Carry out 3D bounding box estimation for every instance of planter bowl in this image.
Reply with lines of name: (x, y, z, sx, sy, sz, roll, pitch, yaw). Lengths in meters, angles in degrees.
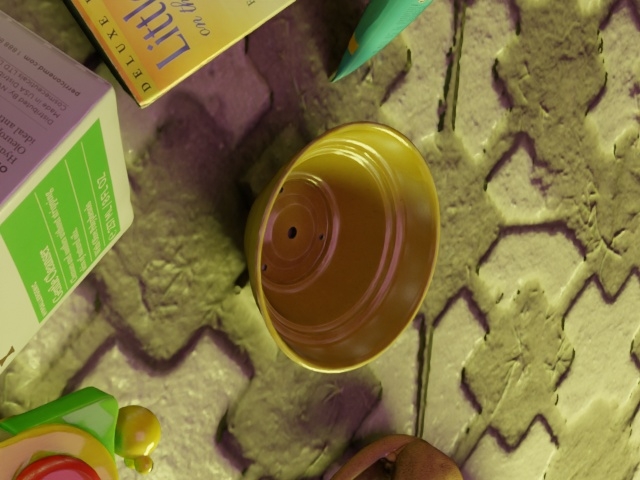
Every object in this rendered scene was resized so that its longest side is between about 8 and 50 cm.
planter bowl: (0.000, 0.000, 0.999, 0.217, 0.090, 0.217, -12, 107, -41)

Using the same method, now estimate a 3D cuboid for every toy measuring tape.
toy measuring tape: (-0.257, 0.204, 0.803, 0.330, 0.121, 0.122, -21, 114, -29)

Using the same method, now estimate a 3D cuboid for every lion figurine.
lion figurine: (0.127, 0.313, 1.166, 0.240, 0.142, 0.392, -50, 125, -32)

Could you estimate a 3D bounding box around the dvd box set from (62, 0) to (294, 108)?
dvd box set: (-0.040, -0.333, 0.806, 0.420, 0.062, 0.308, -37, 125, -7)

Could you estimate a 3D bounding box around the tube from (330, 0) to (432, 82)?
tube: (0.065, -0.198, 0.957, 0.080, 0.207, 0.052, -41, 87, -25)

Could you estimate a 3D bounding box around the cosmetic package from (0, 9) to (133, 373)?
cosmetic package: (-0.283, 0.043, 0.653, 0.366, 0.155, 0.197, -53, 171, -20)
